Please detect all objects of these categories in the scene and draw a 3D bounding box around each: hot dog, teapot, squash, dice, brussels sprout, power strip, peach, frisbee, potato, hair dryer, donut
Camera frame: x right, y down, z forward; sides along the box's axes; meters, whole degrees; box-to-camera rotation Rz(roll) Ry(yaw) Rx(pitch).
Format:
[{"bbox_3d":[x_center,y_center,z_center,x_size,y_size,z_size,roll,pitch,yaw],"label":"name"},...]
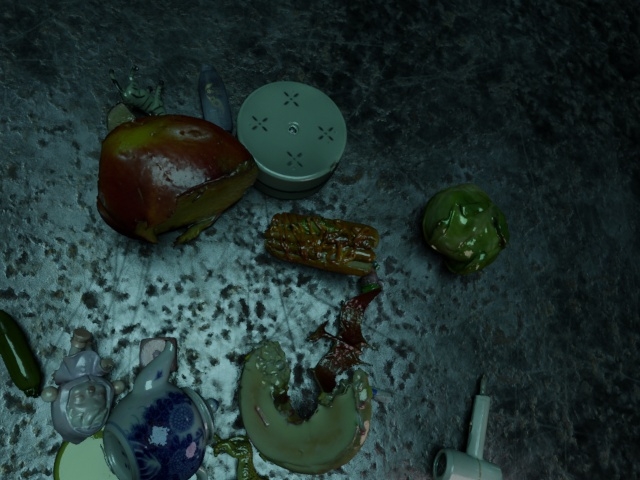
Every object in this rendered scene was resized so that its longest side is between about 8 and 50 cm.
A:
[{"bbox_3d":[0.000,0.000,1.432,0.348,0.117,0.159,12,73,13],"label":"hot dog"},{"bbox_3d":[-0.367,0.463,1.205,0.279,0.252,0.425,-18,99,-46],"label":"teapot"},{"bbox_3d":[-0.777,0.282,1.249,0.069,0.069,0.258,-30,83,-19],"label":"squash"},{"bbox_3d":[-0.431,0.307,1.308,0.093,0.091,0.094,0,76,-13],"label":"dice"},{"bbox_3d":[0.450,-0.043,1.540,0.259,0.227,0.295,33,62,-18],"label":"brussels sprout"},{"bbox_3d":[-0.102,-0.316,1.519,0.357,0.161,0.358,3,73,-11],"label":"power strip"},{"bbox_3d":[-0.377,-0.169,1.321,0.415,0.339,0.354,5,78,-14],"label":"peach"},{"bbox_3d":[-0.552,0.570,1.247,0.235,0.017,0.236,4,74,-13],"label":"frisbee"},{"bbox_3d":[-0.566,-0.326,1.470,0.100,0.089,0.172,-45,118,-3],"label":"potato"},{"bbox_3d":[0.452,0.558,1.452,0.172,0.107,0.358,23,62,-7],"label":"hair dryer"},{"bbox_3d":[-0.043,0.434,1.268,0.370,0.150,0.308,11,91,23],"label":"donut"}]

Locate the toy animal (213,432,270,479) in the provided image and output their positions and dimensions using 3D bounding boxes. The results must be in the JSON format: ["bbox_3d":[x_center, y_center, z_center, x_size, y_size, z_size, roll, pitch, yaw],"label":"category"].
[{"bbox_3d":[-0.209,0.589,1.301,0.136,0.073,0.182,-7,64,-23],"label":"toy animal"}]

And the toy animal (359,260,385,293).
[{"bbox_3d":[0.134,0.060,1.517,0.103,0.100,0.209,-12,71,-56],"label":"toy animal"}]

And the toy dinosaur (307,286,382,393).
[{"bbox_3d":[0.089,0.290,1.422,0.327,0.113,0.207,-38,90,-23],"label":"toy dinosaur"}]

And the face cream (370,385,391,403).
[{"bbox_3d":[0.140,0.440,1.432,0.130,0.034,0.034,22,71,-6],"label":"face cream"}]

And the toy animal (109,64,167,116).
[{"bbox_3d":[-0.524,-0.418,1.475,0.216,0.073,0.176,17,52,-48],"label":"toy animal"}]

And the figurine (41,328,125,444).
[{"bbox_3d":[-0.599,0.363,1.231,0.200,0.133,0.276,12,62,-46],"label":"figurine"}]

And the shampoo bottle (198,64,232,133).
[{"bbox_3d":[-0.337,-0.444,1.558,0.086,0.049,0.234,-9,77,-17],"label":"shampoo bottle"}]
